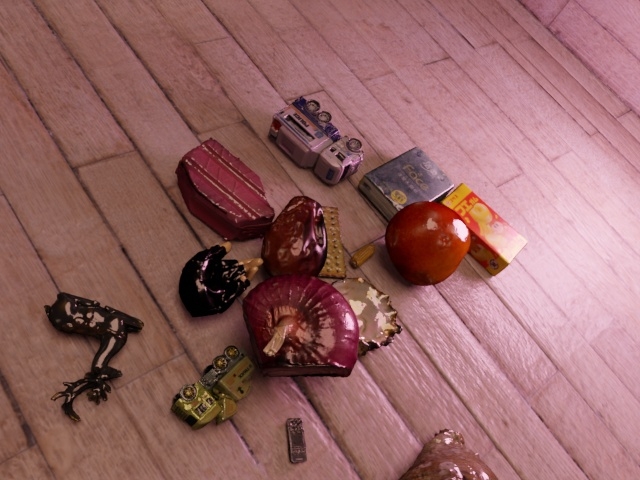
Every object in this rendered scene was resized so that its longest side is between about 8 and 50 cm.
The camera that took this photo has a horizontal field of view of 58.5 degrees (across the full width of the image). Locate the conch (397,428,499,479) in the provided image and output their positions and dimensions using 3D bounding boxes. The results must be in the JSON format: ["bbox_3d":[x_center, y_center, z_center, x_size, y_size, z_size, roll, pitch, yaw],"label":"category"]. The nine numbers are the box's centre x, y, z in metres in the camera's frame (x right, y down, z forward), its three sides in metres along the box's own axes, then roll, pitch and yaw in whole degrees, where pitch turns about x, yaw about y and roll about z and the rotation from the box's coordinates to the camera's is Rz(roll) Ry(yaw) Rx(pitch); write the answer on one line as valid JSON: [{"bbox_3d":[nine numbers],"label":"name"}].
[{"bbox_3d":[0.298,0.558,1.205,0.297,0.210,0.352,43,52,-10],"label":"conch"}]

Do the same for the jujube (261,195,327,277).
[{"bbox_3d":[-0.058,-0.003,1.435,0.168,0.168,0.236,19,69,-11],"label":"jujube"}]

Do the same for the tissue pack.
[{"bbox_3d":[0.263,-0.165,1.751,0.257,0.081,0.185,-31,75,-35],"label":"tissue pack"}]

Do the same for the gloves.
[{"bbox_3d":[-0.227,0.085,1.348,0.204,0.124,0.164,-11,77,-48],"label":"gloves"}]

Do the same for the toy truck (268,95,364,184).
[{"bbox_3d":[-0.013,-0.284,1.689,0.268,0.124,0.155,45,59,12],"label":"toy truck"}]

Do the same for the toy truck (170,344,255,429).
[{"bbox_3d":[-0.214,0.318,1.214,0.116,0.085,0.191,45,50,4],"label":"toy truck"}]

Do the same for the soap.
[{"bbox_3d":[-0.240,-0.118,1.481,0.289,0.112,0.182,38,52,4],"label":"soap"}]

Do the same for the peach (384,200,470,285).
[{"bbox_3d":[0.283,0.008,1.566,0.244,0.243,0.199,-1,14,-24],"label":"peach"}]

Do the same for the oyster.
[{"bbox_3d":[0.076,0.193,1.426,0.260,0.092,0.198,-9,61,-38],"label":"oyster"}]

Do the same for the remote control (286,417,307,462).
[{"bbox_3d":[-0.053,0.436,1.246,0.039,0.014,0.096,5,55,-20],"label":"remote control"}]

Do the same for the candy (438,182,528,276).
[{"bbox_3d":[0.484,-0.036,1.755,0.276,0.088,0.146,44,53,9],"label":"candy"}]

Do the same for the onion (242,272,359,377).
[{"bbox_3d":[-0.044,0.185,1.254,0.257,0.272,0.230,9,62,-22],"label":"onion"}]

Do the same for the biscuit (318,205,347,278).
[{"bbox_3d":[0.000,0.000,1.565,0.139,0.016,0.231,5,56,-20],"label":"biscuit"}]

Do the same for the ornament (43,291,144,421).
[{"bbox_3d":[-0.491,0.234,1.153,0.202,0.080,0.236,21,52,-14],"label":"ornament"}]

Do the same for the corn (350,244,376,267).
[{"bbox_3d":[0.117,0.041,1.576,0.092,0.037,0.037,-33,75,-37],"label":"corn"}]
